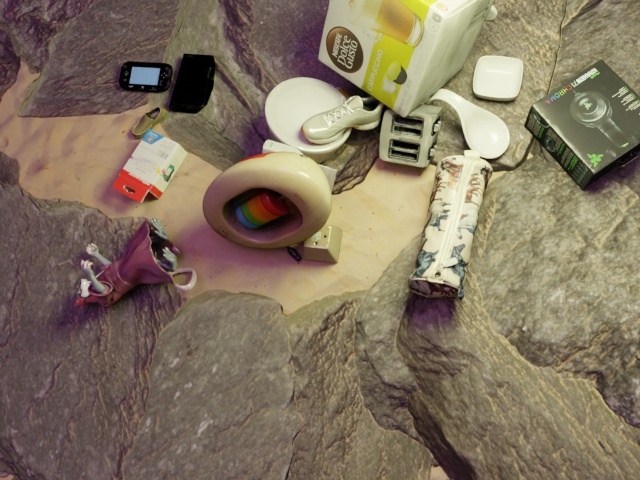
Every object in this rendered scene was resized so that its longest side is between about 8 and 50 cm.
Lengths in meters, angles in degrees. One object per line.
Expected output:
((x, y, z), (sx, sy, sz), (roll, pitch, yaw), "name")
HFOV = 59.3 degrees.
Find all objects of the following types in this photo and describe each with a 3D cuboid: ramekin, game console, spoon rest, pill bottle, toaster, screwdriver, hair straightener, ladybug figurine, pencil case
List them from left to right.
((-0.545, -0.558, 1.977), (0.361, 0.044, 0.213), (7, 75, 13), "game console")
((-0.150, -0.120, 1.593), (0.449, 0.305, 0.162), (-18, 40, 39), "ladybug figurine")
((-0.116, 0.002, 1.738), (0.170, 0.024, 0.025), (49, 116, 21), "screwdriver")
((-0.043, -0.357, 1.741), (0.272, 0.127, 0.273), (4, 66, -9), "ramekin")
((0.062, -0.453, 1.817), (0.065, 0.065, 0.116), (-44, 71, -4), "pill bottle")
((0.210, -0.421, 1.767), (0.047, 0.089, 0.231), (12, 84, 24), "hair straightener")
((0.262, -0.323, 1.681), (0.185, 0.110, 0.168), (13, 121, 14), "toaster")
((0.365, -0.042, 1.574), (0.159, 0.183, 0.411), (17, 76, -2), "pencil case")
((0.444, -0.355, 1.678), (0.276, 0.084, 0.137), (39, 79, 3), "spoon rest")

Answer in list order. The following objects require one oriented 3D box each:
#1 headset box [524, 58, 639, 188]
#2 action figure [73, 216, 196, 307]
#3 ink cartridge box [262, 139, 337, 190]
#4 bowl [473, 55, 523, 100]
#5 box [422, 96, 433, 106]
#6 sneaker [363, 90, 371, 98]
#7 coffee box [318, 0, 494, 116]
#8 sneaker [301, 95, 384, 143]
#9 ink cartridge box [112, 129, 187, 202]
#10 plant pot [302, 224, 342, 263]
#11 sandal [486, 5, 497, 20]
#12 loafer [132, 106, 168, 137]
((0.780, -0.322, 1.607), (0.246, 0.131, 0.283), (-33, 71, 0), "headset box")
((-0.602, 0.106, 1.750), (0.370, 0.248, 0.276), (-38, 113, 11), "action figure")
((-0.069, -0.186, 1.670), (0.224, 0.181, 0.056), (16, 44, 3), "ink cartridge box")
((0.547, -0.495, 1.744), (0.142, 0.053, 0.142), (10, 76, 13), "bowl")
((0.286, -0.546, 1.803), (0.067, 0.063, 0.324), (-12, 71, 2), "box")
((0.129, -0.537, 1.822), (0.162, 0.106, 0.282), (3, 65, 19), "sneaker")
((0.240, -0.624, 1.570), (0.334, 0.338, 0.338), (38, 57, 14), "coffee box")
((0.067, -0.367, 1.630), (0.262, 0.121, 0.099), (-21, 73, -19), "sneaker")
((-0.564, -0.234, 1.863), (0.134, 0.078, 0.231), (27, 80, 18), "ink cartridge box")
((0.000, 0.000, 1.676), (0.109, 0.096, 0.109), (6, 75, 12), "plant pot")
((0.472, -0.811, 1.836), (0.265, 0.102, 0.076), (35, 81, 10), "sandal")
((-0.594, -0.413, 1.938), (0.148, 0.050, 0.056), (-42, 71, -4), "loafer")
